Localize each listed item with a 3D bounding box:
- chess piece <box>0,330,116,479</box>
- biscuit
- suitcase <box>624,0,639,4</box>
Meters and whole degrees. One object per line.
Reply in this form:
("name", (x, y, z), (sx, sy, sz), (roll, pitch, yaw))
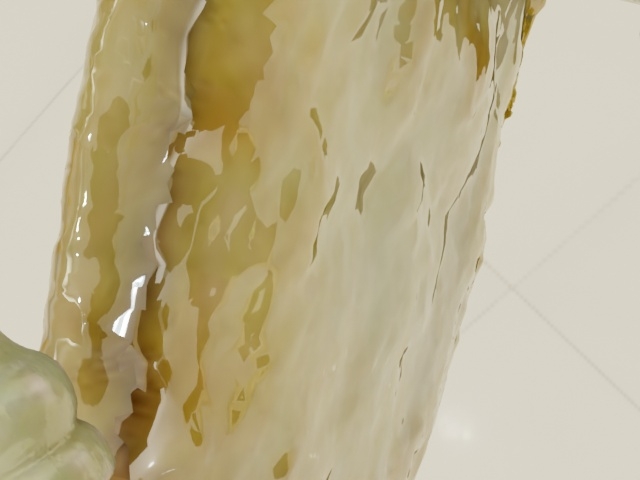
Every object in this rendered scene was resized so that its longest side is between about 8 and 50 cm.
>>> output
("chess piece", (-0.143, 0.019, 0.380), (0.094, 0.094, 0.170), (-25, 98, 16))
("biscuit", (-0.001, 0.000, 0.657), (0.104, 0.429, 0.446), (14, 97, 22))
("suitcase", (0.217, -0.253, 0.851), (0.235, 0.194, 0.143), (22, 95, -34))
